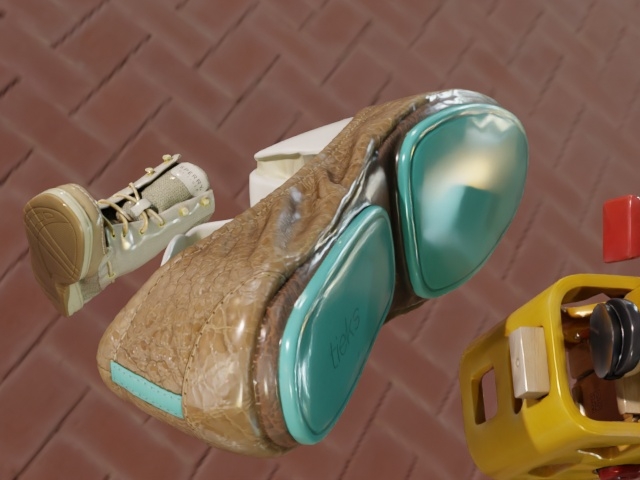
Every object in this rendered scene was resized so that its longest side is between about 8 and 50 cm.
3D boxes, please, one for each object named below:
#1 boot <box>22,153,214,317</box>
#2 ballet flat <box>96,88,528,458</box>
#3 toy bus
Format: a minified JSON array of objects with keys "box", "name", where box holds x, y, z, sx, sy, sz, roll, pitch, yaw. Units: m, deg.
[{"box":[-0.168,-0.023,1.207,0.165,0.213,0.077,-33,78,-21],"name":"boot"},{"box":[0.000,0.000,0.699,0.124,0.116,0.342,5,26,24],"name":"ballet flat"},{"box":[0.149,0.068,0.744,0.104,0.202,0.191,4,22,-19],"name":"toy bus"}]
